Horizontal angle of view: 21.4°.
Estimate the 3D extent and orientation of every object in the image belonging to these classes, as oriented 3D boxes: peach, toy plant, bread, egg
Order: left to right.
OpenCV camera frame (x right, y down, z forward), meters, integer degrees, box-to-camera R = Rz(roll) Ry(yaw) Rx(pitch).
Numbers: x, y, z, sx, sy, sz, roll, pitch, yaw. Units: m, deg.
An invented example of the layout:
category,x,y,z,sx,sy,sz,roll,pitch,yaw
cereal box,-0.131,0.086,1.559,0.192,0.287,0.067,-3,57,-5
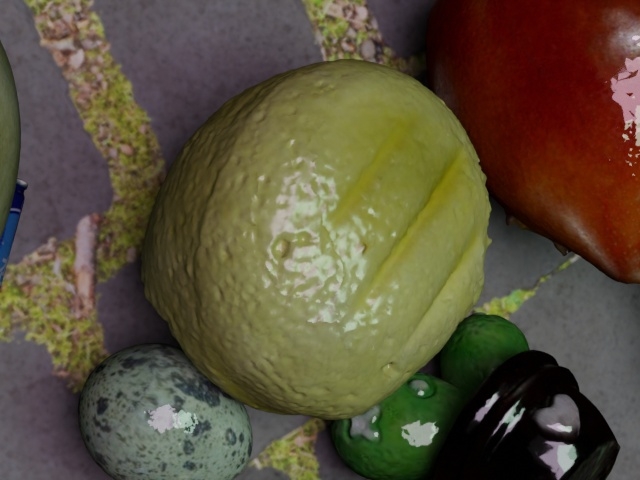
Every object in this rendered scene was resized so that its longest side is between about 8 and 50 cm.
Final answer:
category,x,y,z,sx,sy,sz,roll,pitch,yaw
egg,-0.136,0.164,1.517,0.172,0.132,0.132,31,78,-30
bread,0.006,-0.002,1.496,0.320,0.237,0.320,9,73,-30
toy plant,0.148,0.177,1.598,0.218,0.235,0.175,-39,146,-26
peach,0.239,-0.144,1.550,0.258,0.201,0.361,-16,66,-3

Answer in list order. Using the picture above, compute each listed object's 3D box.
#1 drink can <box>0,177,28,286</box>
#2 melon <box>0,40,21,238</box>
category,x,y,z,sx,sy,sz,roll,pitch,yaw
drink can,-0.329,0.052,1.467,0.097,0.097,0.235,15,84,-19
melon,-0.371,-0.065,1.308,0.268,0.268,0.330,0,113,-20
